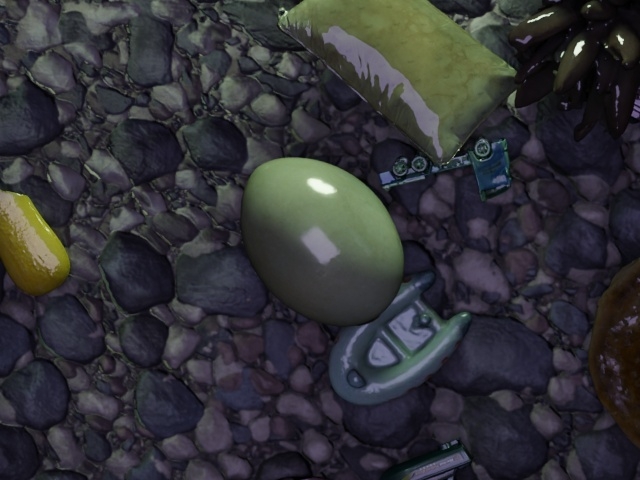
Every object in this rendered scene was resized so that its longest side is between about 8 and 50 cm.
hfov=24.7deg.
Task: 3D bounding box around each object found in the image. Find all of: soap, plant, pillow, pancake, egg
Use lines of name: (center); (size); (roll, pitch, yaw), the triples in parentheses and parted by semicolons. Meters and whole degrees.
soap: (-0.413, -0.004, 2.029); (0.089, 0.033, 0.168); (-29, 89, 5)
plant: (0.342, -0.289, 1.781); (0.182, 0.194, 0.320); (24, 85, 13)
pillow: (0.104, -0.252, 1.919); (0.302, 0.075, 0.185); (41, 71, 6)
pancake: (0.505, 0.142, 1.842); (0.356, 0.065, 0.356); (5, 100, 29)
egg: (0.000, 0.000, 1.902); (0.186, 0.186, 0.253); (-39, 87, 7)

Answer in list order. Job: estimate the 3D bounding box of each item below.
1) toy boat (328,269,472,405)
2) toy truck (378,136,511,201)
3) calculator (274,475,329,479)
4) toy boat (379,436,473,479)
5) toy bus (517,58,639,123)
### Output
toy boat: (0.099, 0.138, 1.955); (0.208, 0.079, 0.134); (-39, 91, 6)
toy truck: (0.168, -0.084, 1.939); (0.175, 0.067, 0.081); (-13, 96, 8)
calculator: (-0.044, 0.378, 2.009); (0.166, 0.024, 0.103); (-14, 91, 6)
toy boat: (0.137, 0.316, 1.968); (0.141, 0.055, 0.060); (-22, 83, 7)
toy bus: (0.351, -0.225, 1.902); (0.178, 0.087, 0.098); (28, 94, 2)
